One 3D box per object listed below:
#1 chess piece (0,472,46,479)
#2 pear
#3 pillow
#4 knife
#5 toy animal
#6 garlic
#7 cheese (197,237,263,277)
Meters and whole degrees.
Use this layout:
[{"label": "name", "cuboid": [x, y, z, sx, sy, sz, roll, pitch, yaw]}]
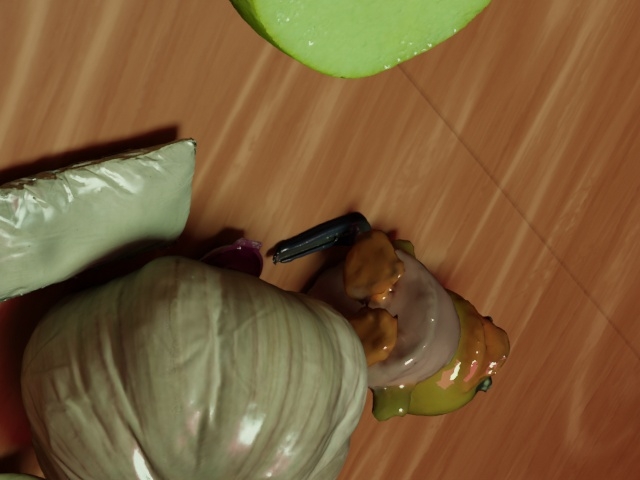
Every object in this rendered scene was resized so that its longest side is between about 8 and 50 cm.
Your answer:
[{"label": "chess piece", "cuboid": [-0.321, 0.449, 1.741, 0.234, 0.234, 0.442, -25, 144, -24]}, {"label": "pear", "cuboid": [0.028, -0.244, 1.263, 0.292, 0.159, 0.292, -25, 149, -16]}, {"label": "pillow", "cuboid": [-0.207, -0.017, 1.511, 0.229, 0.051, 0.128, -18, 139, -33]}, {"label": "knife", "cuboid": [0.000, 0.000, 1.750, 0.121, 0.018, 0.031, -20, 136, -26]}, {"label": "toy animal", "cuboid": [0.090, 0.106, 1.825, 0.281, 0.169, 0.195, 26, 64, -49]}, {"label": "garlic", "cuboid": [-0.114, 0.155, 1.569, 0.317, 0.259, 0.317, 1, 146, 1]}, {"label": "cheese", "cuboid": [-0.106, 0.053, 1.685, 0.095, 0.038, 0.145, 13, 123, -47]}]
